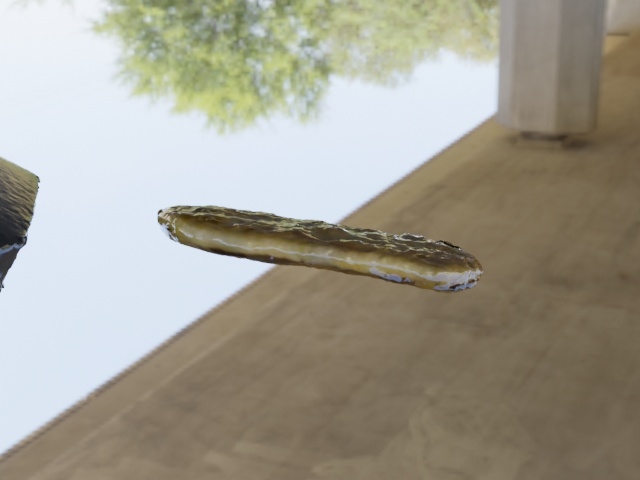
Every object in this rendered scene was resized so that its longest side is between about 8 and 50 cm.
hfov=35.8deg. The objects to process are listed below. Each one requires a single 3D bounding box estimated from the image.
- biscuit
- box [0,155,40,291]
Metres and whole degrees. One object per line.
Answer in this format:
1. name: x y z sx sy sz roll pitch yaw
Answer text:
1. biscuit: 0.000 0.000 0.744 0.247 0.029 0.118 9 -167 -2
2. box: -0.471 -0.081 1.042 0.350 0.091 0.359 27 -173 -19
